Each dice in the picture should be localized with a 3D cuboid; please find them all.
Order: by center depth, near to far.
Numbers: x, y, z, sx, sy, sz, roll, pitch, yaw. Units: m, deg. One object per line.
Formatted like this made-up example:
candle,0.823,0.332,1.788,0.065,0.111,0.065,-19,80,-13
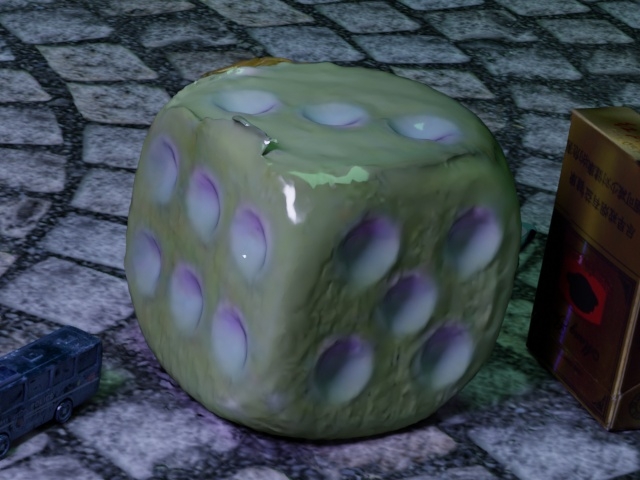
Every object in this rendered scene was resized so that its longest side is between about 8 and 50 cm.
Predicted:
dice,0.000,0.000,1.607,0.249,0.254,0.252,-7,28,-35

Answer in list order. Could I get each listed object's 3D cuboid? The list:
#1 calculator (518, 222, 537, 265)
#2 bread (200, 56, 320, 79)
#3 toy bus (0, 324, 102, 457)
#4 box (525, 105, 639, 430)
calculator,0.163,0.000,1.929,0.094,0.019,0.141,22,28,20
bread,-0.023,-0.085,1.912,0.179,0.133,0.250,-10,31,-33
toy bus,-0.237,0.119,1.498,0.047,0.065,0.166,23,28,26
box,0.256,0.022,1.655,0.071,0.240,0.159,-5,30,-26
